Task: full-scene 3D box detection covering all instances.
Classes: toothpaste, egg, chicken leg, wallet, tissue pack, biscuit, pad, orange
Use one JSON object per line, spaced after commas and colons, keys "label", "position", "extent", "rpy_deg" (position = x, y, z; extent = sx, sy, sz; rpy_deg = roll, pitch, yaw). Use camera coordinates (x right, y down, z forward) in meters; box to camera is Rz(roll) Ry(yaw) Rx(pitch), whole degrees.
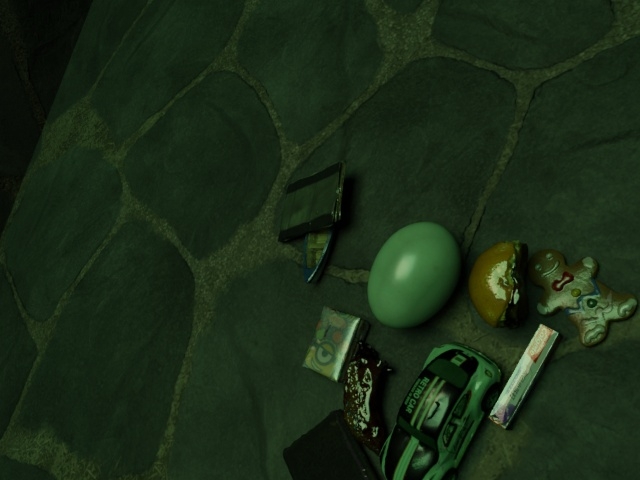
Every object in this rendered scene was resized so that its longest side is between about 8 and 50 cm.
{"label": "toothpaste", "position": [0.366, 0.244, 1.105], "extent": [0.047, 0.040, 0.196], "rpy_deg": [29, 87, 39]}
{"label": "egg", "position": [0.187, 0.071, 1.233], "extent": [0.168, 0.168, 0.230], "rpy_deg": [32, 94, 41]}
{"label": "chicken leg", "position": [0.094, 0.321, 1.260], "extent": [0.105, 0.063, 0.233], "rpy_deg": [-8, 67, 39]}
{"label": "wallet", "position": [0.048, 0.509, 1.221], "extent": [0.170, 0.044, 0.321], "rpy_deg": [-44, 47, 12]}
{"label": "tissue pack", "position": [0.034, 0.229, 1.347], "extent": [0.109, 0.060, 0.148], "rpy_deg": [15, 80, 39]}
{"label": "biscuit", "position": [0.455, 0.090, 1.116], "extent": [0.138, 0.031, 0.205], "rpy_deg": [-45, 49, 12]}
{"label": "pad", "position": [-0.025, -0.096, 1.518], "extent": [0.233, 0.022, 0.174], "rpy_deg": [-16, 58, 49]}
{"label": "orange", "position": [0.330, 0.081, 1.136], "extent": [0.113, 0.160, 0.170], "rpy_deg": [-4, 23, 15]}

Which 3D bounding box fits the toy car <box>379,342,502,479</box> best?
{"label": "toy car", "position": [0.207, 0.330, 1.129], "extent": [0.136, 0.125, 0.305], "rpy_deg": [27, 86, 41]}

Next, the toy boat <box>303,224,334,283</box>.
{"label": "toy boat", "position": [0.000, 0.000, 1.487], "extent": [0.080, 0.046, 0.228], "rpy_deg": [-3, 69, 35]}
